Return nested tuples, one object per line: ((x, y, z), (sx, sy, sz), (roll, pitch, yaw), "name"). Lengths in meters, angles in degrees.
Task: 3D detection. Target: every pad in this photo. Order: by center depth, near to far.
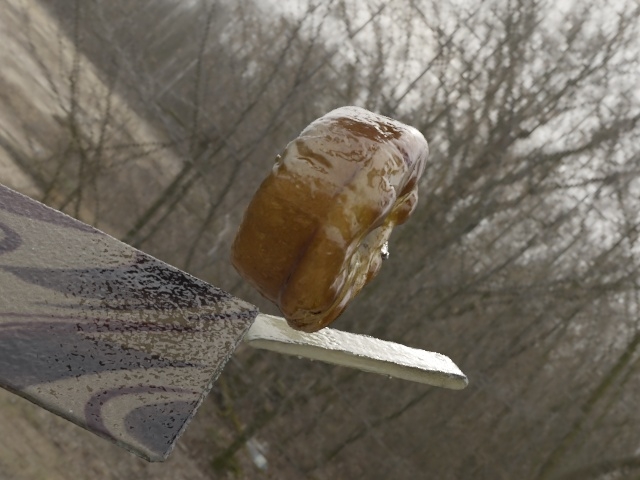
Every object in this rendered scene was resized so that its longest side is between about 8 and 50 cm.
((-0.226, 0.036, 0.758), (0.330, 0.004, 0.220), (25, 30, 2), "pad")

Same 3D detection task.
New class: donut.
((0.019, -0.033, 1.237), (0.150, 0.299, 0.317), (34, -8, 11), "donut")

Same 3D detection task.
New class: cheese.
((0.055, 0.174, 1.526), (0.400, 0.034, 0.085), (16, 17, -27), "cheese")

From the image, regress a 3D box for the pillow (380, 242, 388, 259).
((0.000, 0.000, 1.626), (0.126, 0.233, 0.043), (-69, 162, -68), "pillow")
